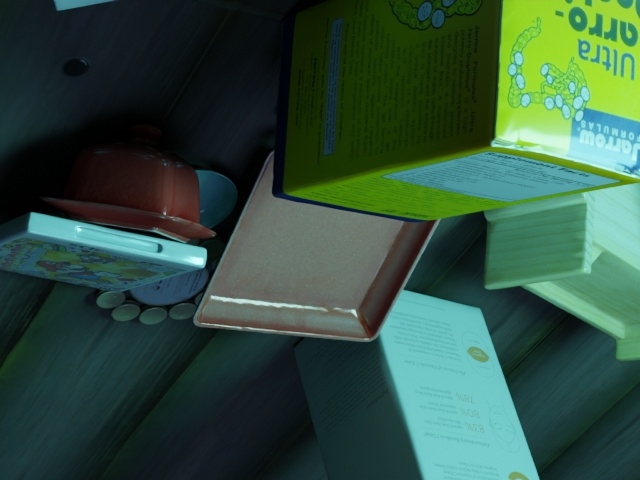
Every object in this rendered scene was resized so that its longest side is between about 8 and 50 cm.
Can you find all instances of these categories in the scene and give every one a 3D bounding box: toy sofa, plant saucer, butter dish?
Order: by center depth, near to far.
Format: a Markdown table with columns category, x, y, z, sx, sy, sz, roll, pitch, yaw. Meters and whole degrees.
| category | x | y | z | sx | sy | sz | roll | pitch | yaw |
| --- | --- | --- | --- | --- | --- | --- | --- | --- | --- |
| butter dish | -0.195 | -0.067 | 1.727 | 0.159 | 0.118 | 0.160 | 9 | 175 | 16 |
| plant saucer | -0.154 | -0.049 | 1.844 | 0.119 | 0.021 | 0.119 | -11 | 146 | -7 |
| plant saucer | 0.000 | 0.000 | 1.912 | 0.258 | 0.048 | 0.259 | 7 | 125 | -30 |
| toy sofa | 0.367 | 0.022 | 2.077 | 0.150 | 0.177 | 0.362 | -11 | 155 | 38 |

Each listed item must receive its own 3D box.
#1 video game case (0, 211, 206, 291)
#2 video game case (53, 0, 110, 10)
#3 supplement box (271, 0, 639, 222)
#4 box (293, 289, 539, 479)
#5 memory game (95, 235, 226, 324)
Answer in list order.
| category | x | y | z | sx | sy | sz | roll | pitch | yaw |
| --- | --- | --- | --- | --- | --- | --- | --- | --- | --- |
| video game case | -0.267 | 0.017 | 1.784 | 0.206 | 0.026 | 0.227 | 13 | 166 | -29 |
| video game case | -0.134 | -0.333 | 1.421 | 0.244 | 0.061 | 0.269 | -12 | 145 | -8 |
| supplement box | 0.131 | -0.142 | 1.551 | 0.194 | 0.195 | 0.356 | 10 | 169 | -33 |
| box | 0.130 | 0.253 | 2.099 | 0.215 | 0.345 | 0.168 | 15 | 135 | -36 |
| memory game | -0.186 | 0.045 | 1.972 | 0.186 | 0.012 | 0.186 | -11 | 145 | -8 |
